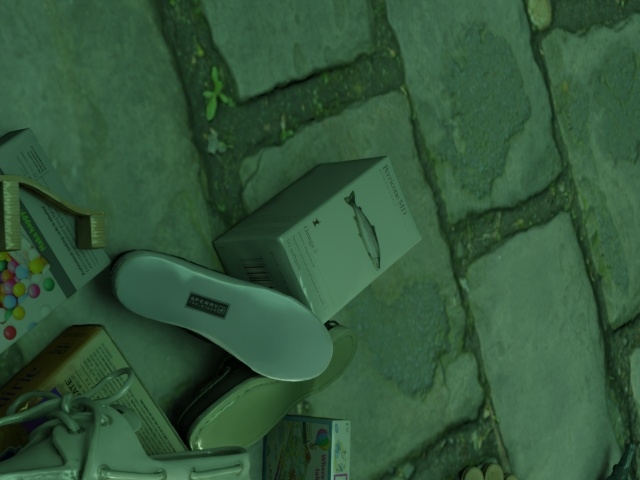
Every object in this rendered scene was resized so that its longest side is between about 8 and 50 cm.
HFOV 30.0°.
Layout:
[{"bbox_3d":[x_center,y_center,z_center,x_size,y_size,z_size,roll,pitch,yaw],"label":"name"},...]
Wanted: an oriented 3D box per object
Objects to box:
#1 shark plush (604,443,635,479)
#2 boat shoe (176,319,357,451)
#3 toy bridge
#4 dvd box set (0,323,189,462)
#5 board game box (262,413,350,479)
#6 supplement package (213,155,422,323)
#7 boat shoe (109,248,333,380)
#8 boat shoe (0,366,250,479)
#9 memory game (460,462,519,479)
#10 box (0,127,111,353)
[{"bbox_3d":[0.408,0.358,1.615,0.073,0.067,0.161,45,59,-31],"label":"shark plush"},{"bbox_3d":[-0.062,0.140,1.193,0.228,0.069,0.081,-28,136,-39],"label":"boat shoe"},{"bbox_3d":[-0.260,-0.022,0.990,0.188,0.026,0.063,-2,87,-43],"label":"toy bridge"},{"bbox_3d":[-0.257,0.318,1.001,0.420,0.062,0.307,-47,118,-35],"label":"dvd box set"},{"bbox_3d":[-0.016,0.254,1.201,0.026,0.103,0.154,6,84,-43],"label":"board game box"},{"bbox_3d":[0.000,0.000,1.230,0.179,0.105,0.105,-39,113,-38],"label":"supplement package"},{"bbox_3d":[-0.096,0.066,1.131,0.229,0.076,0.080,20,95,-21],"label":"boat shoe"},{"bbox_3d":[-0.185,0.176,0.944,0.367,0.136,0.156,17,76,-45],"label":"boat shoe"},{"bbox_3d":[0.200,0.363,1.459,0.186,0.012,0.186,3,85,-42],"label":"memory game"},{"bbox_3d":[-0.285,0.013,1.010,0.186,0.038,0.145,-42,114,-35],"label":"box"}]
